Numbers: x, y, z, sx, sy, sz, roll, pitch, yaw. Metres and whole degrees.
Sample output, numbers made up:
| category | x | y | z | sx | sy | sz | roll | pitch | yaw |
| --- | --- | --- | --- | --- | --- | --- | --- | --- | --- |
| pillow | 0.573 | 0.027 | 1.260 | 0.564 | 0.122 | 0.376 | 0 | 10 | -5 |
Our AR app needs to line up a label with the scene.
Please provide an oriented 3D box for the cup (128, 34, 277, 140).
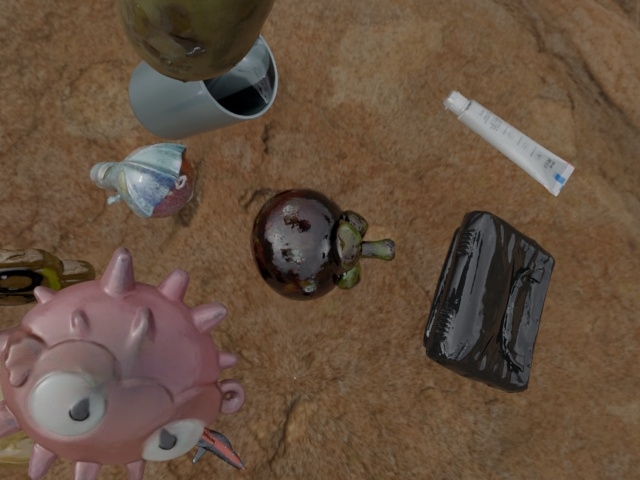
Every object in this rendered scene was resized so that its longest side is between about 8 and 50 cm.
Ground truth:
| category | x | y | z | sx | sy | sz | roll | pitch | yaw |
| --- | --- | --- | --- | --- | --- | --- | --- | --- | --- |
| cup | -0.264 | -0.332 | 1.248 | 0.206 | 0.312 | 0.205 | 5 | 84 | -44 |

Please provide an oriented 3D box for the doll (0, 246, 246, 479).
| category | x | y | z | sx | sy | sz | roll | pitch | yaw |
| --- | --- | --- | --- | --- | --- | --- | --- | --- | --- |
| doll | -0.186 | 0.111 | 0.500 | 0.262 | 0.093 | 0.211 | 29 | 85 | -25 |

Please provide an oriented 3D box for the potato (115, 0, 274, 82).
| category | x | y | z | sx | sy | sz | roll | pitch | yaw |
| --- | --- | --- | --- | --- | --- | --- | --- | --- | --- |
| potato | -0.114 | -0.257 | 0.541 | 0.165 | 0.262 | 0.164 | 6 | 59 | -9 |

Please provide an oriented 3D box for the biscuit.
| category | x | y | z | sx | sy | sz | roll | pitch | yaw |
| --- | --- | --- | --- | --- | --- | --- | --- | --- | --- |
| biscuit | -0.552 | 0.073 | 1.028 | 0.291 | 0.208 | 0.041 | 0 | 63 | -32 |

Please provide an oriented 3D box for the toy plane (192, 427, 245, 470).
| category | x | y | z | sx | sy | sz | roll | pitch | yaw |
| --- | --- | --- | --- | --- | --- | --- | --- | --- | --- |
| toy plane | -0.180 | 0.251 | 0.776 | 0.061 | 0.130 | 0.189 | -43 | 90 | -5 |

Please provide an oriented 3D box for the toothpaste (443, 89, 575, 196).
| category | x | y | z | sx | sy | sz | roll | pitch | yaw |
| --- | --- | --- | --- | --- | --- | --- | --- | --- | --- |
| toothpaste | 0.241 | -0.130 | 0.749 | 0.191 | 0.031 | 0.048 | 34 | 84 | -5 |

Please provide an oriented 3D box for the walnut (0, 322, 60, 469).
| category | x | y | z | sx | sy | sz | roll | pitch | yaw |
| --- | --- | --- | --- | --- | --- | --- | --- | --- | --- |
| walnut | -0.511 | 0.277 | 1.075 | 0.251 | 0.277 | 0.313 | 57 | 41 | -3 |

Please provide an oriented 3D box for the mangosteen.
| category | x | y | z | sx | sy | sz | roll | pitch | yaw |
| --- | --- | --- | --- | --- | --- | --- | --- | --- | --- |
| mangosteen | -0.011 | 0.003 | 0.823 | 0.184 | 0.173 | 0.172 | -7 | 73 | 39 |

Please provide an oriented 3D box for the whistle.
| category | x | y | z | sx | sy | sz | roll | pitch | yaw |
| --- | --- | --- | --- | --- | --- | --- | --- | --- | --- |
| whistle | -0.350 | -0.119 | 1.130 | 0.134 | 0.346 | 0.142 | 3 | 94 | -42 |

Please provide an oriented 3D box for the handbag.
| category | x | y | z | sx | sy | sz | roll | pitch | yaw |
| --- | --- | --- | --- | --- | --- | --- | --- | --- | --- |
| handbag | 0.296 | 0.109 | 1.002 | 0.244 | 0.088 | 0.274 | 26 | 73 | -31 |
